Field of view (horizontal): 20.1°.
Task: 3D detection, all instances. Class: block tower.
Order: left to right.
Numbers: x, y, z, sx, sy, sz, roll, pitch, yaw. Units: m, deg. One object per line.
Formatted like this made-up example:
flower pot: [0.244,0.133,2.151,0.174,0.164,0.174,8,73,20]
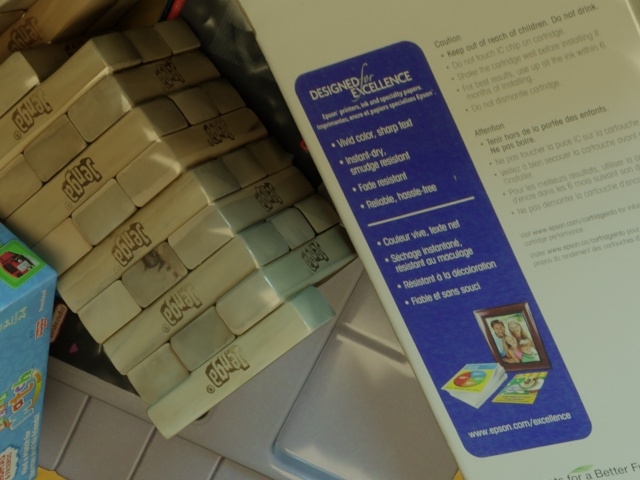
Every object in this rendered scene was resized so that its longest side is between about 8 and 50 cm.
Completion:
block tower: [-0.119,-0.081,0.788,0.091,0.097,0.335,-39,86,26]

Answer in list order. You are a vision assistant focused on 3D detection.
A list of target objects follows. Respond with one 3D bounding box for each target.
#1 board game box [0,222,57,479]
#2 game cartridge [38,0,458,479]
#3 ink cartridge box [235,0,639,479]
board game box: [-0.208,0.007,0.829,0.211,0.039,0.160,41,144,21]
game cartridge: [0.000,0.000,0.875,0.230,0.068,0.355,23,114,-8]
ink cartridge box: [0.097,-0.012,0.767,0.165,0.065,0.332,-14,111,32]
